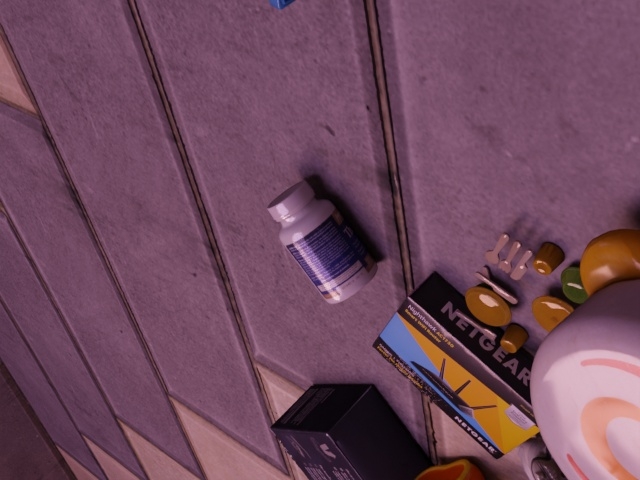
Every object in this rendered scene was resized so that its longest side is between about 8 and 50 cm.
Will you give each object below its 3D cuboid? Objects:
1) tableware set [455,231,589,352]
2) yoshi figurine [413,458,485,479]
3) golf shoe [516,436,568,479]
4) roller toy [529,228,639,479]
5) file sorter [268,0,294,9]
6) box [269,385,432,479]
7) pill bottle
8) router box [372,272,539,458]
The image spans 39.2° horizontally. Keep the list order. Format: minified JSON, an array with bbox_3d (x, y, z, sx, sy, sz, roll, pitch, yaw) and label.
[{"bbox_3d":[0.184,0.052,0.793,0.104,0.024,0.154,35,148,14],"label":"tableware set"},{"bbox_3d":[0.218,0.454,1.091,0.362,0.203,0.203,50,167,-11],"label":"yoshi figurine"},{"bbox_3d":[0.267,0.269,0.926,0.176,0.069,0.086,56,170,-10],"label":"golf shoe"},{"bbox_3d":[0.259,0.107,0.632,0.209,0.146,0.191,31,139,37],"label":"roller toy"},{"bbox_3d":[-0.030,-0.266,0.586,0.104,0.118,0.170,33,148,31],"label":"file sorter"},{"bbox_3d":[0.041,0.277,1.182,0.156,0.093,0.158,54,151,-12],"label":"box"},{"bbox_3d":[0.000,0.000,0.922,0.120,0.067,0.067,53,150,-12],"label":"pill bottle"},{"bbox_3d":[0.147,0.130,0.910,0.179,0.046,0.133,41,150,10],"label":"router box"}]
